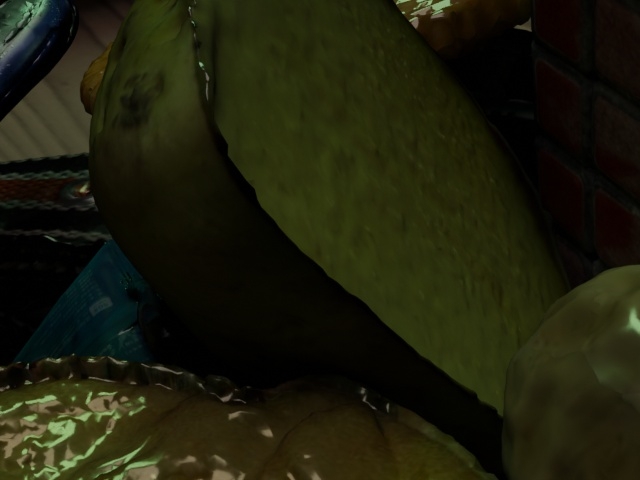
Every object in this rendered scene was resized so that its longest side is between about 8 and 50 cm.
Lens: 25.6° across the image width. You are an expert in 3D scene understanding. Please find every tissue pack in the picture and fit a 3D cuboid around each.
[{"bbox_3d":[-0.107,0.067,0.542,0.138,0.028,0.085,-51,38,10],"label":"tissue pack"}]

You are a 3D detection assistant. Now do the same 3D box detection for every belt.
[{"bbox_3d":[-0.187,-0.004,0.646,0.359,0.126,0.094,9,24,12],"label":"belt"}]

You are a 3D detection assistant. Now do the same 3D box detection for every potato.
[{"bbox_3d":[0.000,0.000,0.527,0.111,0.272,0.160,-24,49,26],"label":"potato"}]

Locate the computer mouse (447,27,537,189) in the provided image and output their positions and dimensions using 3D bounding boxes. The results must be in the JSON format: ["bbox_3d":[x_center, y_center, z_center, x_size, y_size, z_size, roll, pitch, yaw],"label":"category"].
[{"bbox_3d":[0.063,-0.059,0.712,0.233,0.096,0.137,-13,35,-9],"label":"computer mouse"}]

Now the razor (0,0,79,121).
[{"bbox_3d":[-0.188,0.024,0.537,0.093,0.056,0.324,19,71,29],"label":"razor"}]

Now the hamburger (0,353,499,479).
[{"bbox_3d":[-0.075,0.154,0.395,0.285,0.134,0.265,5,32,3],"label":"hamburger"}]

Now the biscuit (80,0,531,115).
[{"bbox_3d":[0.004,-0.107,0.686,0.254,0.035,0.254,-16,21,6],"label":"biscuit"}]

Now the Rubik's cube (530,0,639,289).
[{"bbox_3d":[0.239,-0.053,0.554,0.237,0.238,0.237,-20,38,-19],"label":"Rubik's cube"}]

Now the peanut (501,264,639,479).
[{"bbox_3d":[0.164,0.121,0.404,0.120,0.136,0.298,-20,43,-29],"label":"peanut"}]
